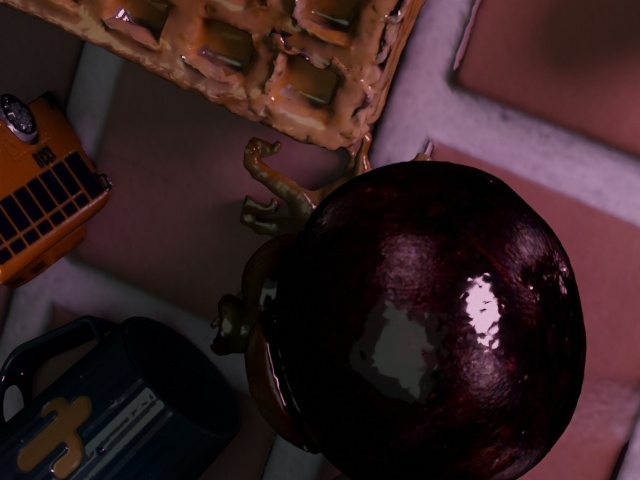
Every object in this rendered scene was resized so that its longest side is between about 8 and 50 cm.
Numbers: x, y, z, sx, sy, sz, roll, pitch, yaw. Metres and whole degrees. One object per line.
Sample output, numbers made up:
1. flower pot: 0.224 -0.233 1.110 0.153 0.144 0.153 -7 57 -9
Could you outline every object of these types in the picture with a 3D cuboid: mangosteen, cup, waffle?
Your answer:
1. mangosteen: 0.039 0.057 1.166 0.250 0.211 0.211 -5 98 32
2. cup: -0.153 0.126 1.300 0.155 0.131 0.176 -43 58 18
3. waffle: -0.100 -0.234 1.170 0.376 0.114 0.261 23 120 6

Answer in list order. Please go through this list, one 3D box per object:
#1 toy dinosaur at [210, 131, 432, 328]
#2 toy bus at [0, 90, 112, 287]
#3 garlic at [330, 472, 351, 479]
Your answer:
1. toy dinosaur: 0.000 0.000 1.253 0.126 0.039 0.162 17 107 16
2. toy bus: -0.223 -0.021 1.251 0.098 0.201 0.114 -31 96 22
3. garlic: 0.061 0.217 1.225 0.229 0.178 0.143 20 76 -2
